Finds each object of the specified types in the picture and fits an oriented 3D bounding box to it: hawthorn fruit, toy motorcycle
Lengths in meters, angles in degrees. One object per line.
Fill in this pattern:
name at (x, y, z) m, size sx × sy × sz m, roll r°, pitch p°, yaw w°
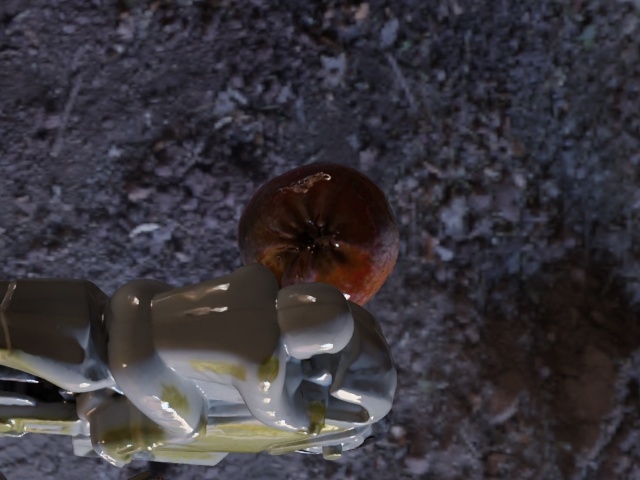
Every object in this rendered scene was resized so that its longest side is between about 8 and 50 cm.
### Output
hawthorn fruit at (0.000, 0.000, 1.125) m, size 0.173 × 0.173 × 0.172 m, roll -1°, pitch 91°, yaw -50°
toy motorcycle at (-0.049, 0.057, 0.468) m, size 0.229 × 0.151 × 0.074 m, roll 13°, pitch 56°, yaw -27°

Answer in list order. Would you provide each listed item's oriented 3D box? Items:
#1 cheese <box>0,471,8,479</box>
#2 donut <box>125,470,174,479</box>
cheese at (-0.367, 0.282, 0.989) m, size 0.198 × 0.189 × 0.154 m, roll -30°, pitch 95°, yaw -34°
donut at (-0.143, 0.423, 1.133) m, size 0.307 × 0.371 × 0.150 m, roll 1°, pitch 128°, yaw -18°
